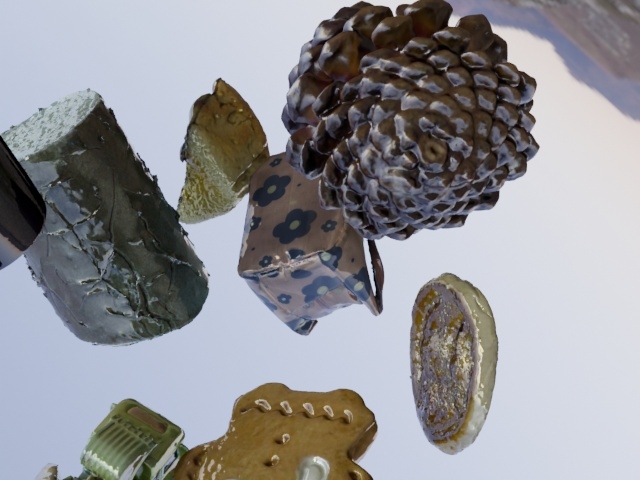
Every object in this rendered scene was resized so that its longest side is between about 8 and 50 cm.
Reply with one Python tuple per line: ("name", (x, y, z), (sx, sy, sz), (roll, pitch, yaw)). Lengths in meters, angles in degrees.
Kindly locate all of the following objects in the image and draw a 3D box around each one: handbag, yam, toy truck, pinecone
("handbag", (0.000, 0.000, 1.419), (0.251, 0.190, 0.193), (-85, -28, -43))
("yam", (-0.336, -0.029, 1.415), (0.241, 0.241, 0.348), (-93, -19, -62))
("toy truck", (-0.188, 0.213, 0.783), (0.085, 0.116, 0.191), (30, -134, 12))
("pinecone", (0.076, -0.140, 0.953), (0.246, 0.246, 0.292), (30, -162, -30))

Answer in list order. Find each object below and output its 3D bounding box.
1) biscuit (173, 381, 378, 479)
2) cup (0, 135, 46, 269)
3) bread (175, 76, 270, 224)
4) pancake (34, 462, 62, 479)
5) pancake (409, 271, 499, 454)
("biscuit", (-0.048, 0.212, 0.741), (0.249, 0.184, 0.035), (-61, -38, -38))
("cup", (-0.454, -0.071, 1.119), (0.239, 0.166, 0.177), (14, 150, 33))
("bread", (-0.152, -0.132, 1.566), (0.133, 0.251, 0.174), (24, -132, 7))
("pancake", (-0.273, 0.421, 0.973), (0.071, 0.382, 0.382), (-4, -146, -7))
("pancake", (0.109, 0.105, 0.827), (0.028, 0.158, 0.158), (3, -144, -19))
